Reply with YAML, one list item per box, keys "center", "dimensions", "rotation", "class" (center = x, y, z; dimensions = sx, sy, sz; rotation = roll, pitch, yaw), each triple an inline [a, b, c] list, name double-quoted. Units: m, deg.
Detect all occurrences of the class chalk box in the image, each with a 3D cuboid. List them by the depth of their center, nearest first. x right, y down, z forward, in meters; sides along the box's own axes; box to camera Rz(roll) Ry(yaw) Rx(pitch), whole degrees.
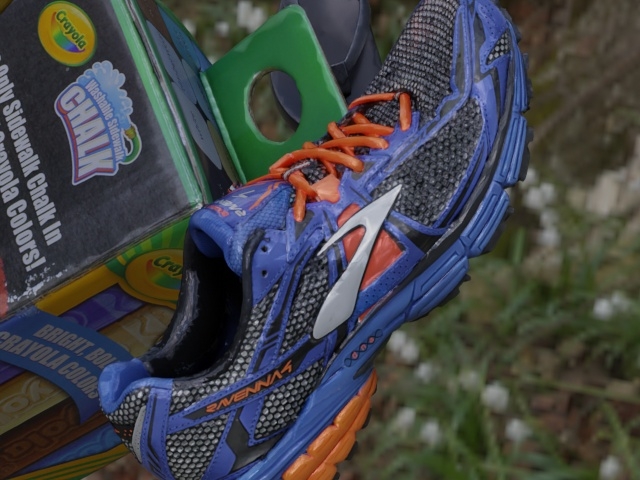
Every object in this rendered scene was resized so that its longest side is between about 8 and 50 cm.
- center: [-0.114, -0.012, 0.970]
  dimensions: [0.289, 0.179, 0.180]
  rotation: [-28, 59, 9]
  class: "chalk box"

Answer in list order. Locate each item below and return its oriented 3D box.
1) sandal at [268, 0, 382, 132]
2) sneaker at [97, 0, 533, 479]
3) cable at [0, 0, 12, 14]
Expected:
- center: [0.004, -0.198, 1.591]
  dimensions: [0.097, 0.054, 0.254]
  rotation: [0, 71, -6]
  class: "sandal"
- center: [0.000, 0.000, 0.672]
  dimensions: [0.087, 0.221, 0.083]
  rotation: [33, -7, -27]
  class: "sneaker"
- center: [-0.190, -0.045, 0.662]
  dimensions: [0.139, 0.287, 0.072]
  rotation: [39, 12, 27]
  class: "cable"
